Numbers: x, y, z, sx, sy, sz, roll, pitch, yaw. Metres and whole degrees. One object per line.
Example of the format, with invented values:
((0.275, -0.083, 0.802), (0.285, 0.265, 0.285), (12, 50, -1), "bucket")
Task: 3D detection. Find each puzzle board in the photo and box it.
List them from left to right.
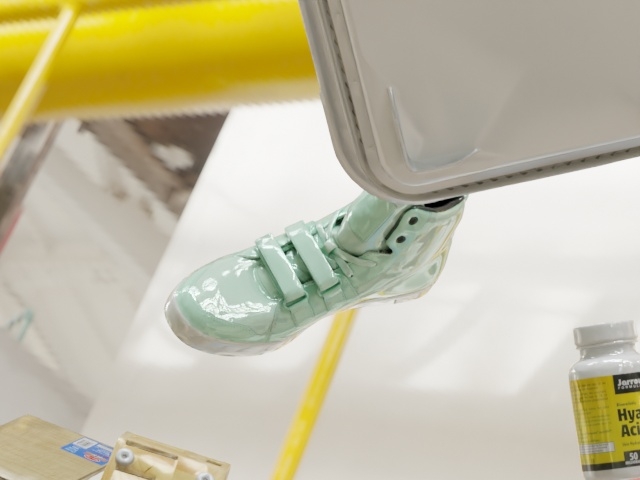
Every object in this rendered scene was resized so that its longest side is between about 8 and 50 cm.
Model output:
((-0.239, 0.182, 1.393), (0.128, 0.096, 0.011), (15, -66, 36), "puzzle board")

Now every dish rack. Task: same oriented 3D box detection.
((0.118, -0.180, 0.974), (0.285, 0.072, 0.333), (-12, -68, 7), "dish rack")

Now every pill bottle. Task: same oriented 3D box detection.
((0.221, 0.120, 1.244), (0.065, 0.116, 0.065), (-8, -7, -1), "pill bottle")

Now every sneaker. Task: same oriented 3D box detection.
((0.000, 0.000, 1.308), (0.094, 0.256, 0.151), (57, -33, 27), "sneaker")

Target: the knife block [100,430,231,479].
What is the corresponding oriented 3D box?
((-0.158, 0.318, 1.251), (0.088, 0.275, 0.242), (17, -37, 4), "knife block")
